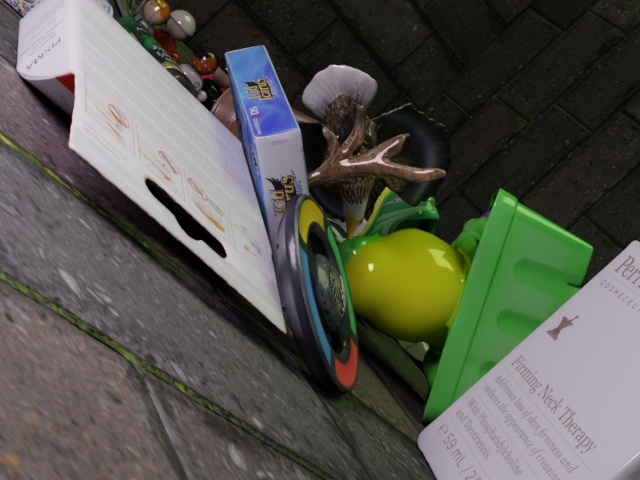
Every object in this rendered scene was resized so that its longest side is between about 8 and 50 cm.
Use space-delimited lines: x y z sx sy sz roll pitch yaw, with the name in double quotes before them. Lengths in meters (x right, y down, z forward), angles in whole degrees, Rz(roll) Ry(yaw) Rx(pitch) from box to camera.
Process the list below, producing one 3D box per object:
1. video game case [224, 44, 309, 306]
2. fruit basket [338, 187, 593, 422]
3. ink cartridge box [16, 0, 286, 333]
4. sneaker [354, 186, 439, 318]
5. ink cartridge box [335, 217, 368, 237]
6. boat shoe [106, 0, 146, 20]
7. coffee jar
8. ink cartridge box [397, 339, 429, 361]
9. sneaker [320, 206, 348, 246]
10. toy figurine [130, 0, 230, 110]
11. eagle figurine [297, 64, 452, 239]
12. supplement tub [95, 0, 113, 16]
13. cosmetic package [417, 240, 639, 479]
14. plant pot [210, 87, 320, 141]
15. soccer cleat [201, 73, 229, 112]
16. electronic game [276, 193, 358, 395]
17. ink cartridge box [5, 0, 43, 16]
"video game case" -0.062 -0.089 1.328 0.269 0.061 0.244 -111 -170 -56
"fruit basket" 0.196 0.090 1.580 0.392 0.392 0.283 48 5 5
"ink cartridge box" -0.185 -0.081 1.095 0.308 0.091 0.385 44 17 -34
"sneaker" 0.115 0.031 1.731 0.109 0.295 0.123 3 39 -24
"ink cartridge box" 0.082 0.051 1.892 0.176 0.127 0.128 45 5 -32
"boat shoe" -0.364 -0.479 1.865 0.136 0.156 0.367 51 -6 -1
"coffee jar" -0.286 -0.288 1.711 0.184 0.079 0.096 50 6 26
"ink cartridge box" 0.210 0.237 2.095 0.224 0.056 0.181 68 10 13
"sneaker" -0.037 -0.019 1.636 0.153 0.099 0.282 43 7 35
"toy figurine" -0.263 -0.337 1.887 0.213 0.148 0.209 49 5 9
"eagle figurine" 0.057 -0.111 1.474 0.226 0.225 0.298 38 12 4
"supplement tub" -0.385 -0.376 1.611 0.107 0.071 0.071 42 7 -45
"cosmetic package" 0.393 0.279 1.228 0.327 0.394 0.329 46 5 -19
"plant pot" -0.078 -0.158 1.687 0.165 0.167 0.167 26 -6 30
"soccer cleat" -0.170 -0.213 2.061 0.331 0.116 0.143 53 -10 42
"electronic game" 0.003 0.060 1.147 0.229 0.048 0.229 -14 90 -78
"ink cartridge box" -0.396 -0.343 1.305 0.115 0.063 0.029 42 5 -41
